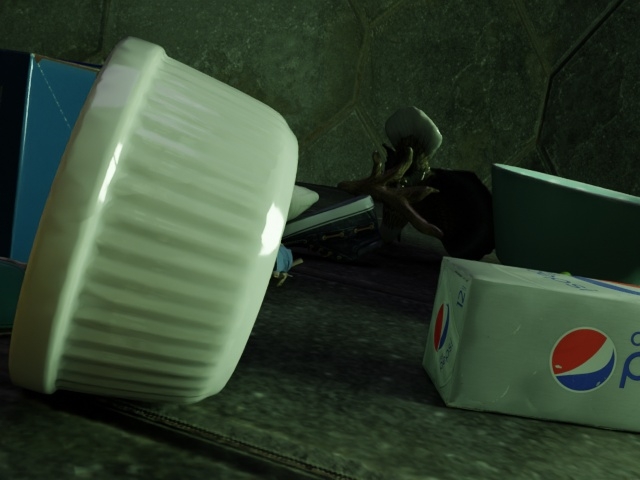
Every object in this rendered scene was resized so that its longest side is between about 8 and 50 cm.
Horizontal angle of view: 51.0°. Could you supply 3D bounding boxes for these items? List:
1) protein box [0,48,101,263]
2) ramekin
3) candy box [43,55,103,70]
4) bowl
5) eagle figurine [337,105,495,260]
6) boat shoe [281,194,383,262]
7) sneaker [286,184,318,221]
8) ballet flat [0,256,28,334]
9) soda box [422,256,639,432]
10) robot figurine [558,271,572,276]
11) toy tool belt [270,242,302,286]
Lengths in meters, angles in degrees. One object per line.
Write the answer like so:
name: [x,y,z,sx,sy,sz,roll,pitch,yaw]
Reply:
protein box: [-0.321,-0.079,0.635,0.201,0.200,0.136,12,8,15]
ramekin: [-0.091,-0.002,0.399,0.108,0.207,0.207,18,6,-13]
candy box: [-0.275,-0.113,0.878,0.317,0.122,0.268,13,-17,26]
bowl: [0.392,-0.001,1.014,0.311,0.163,0.311,12,12,-2]
eagle figurine: [0.159,-0.068,1.120,0.225,0.227,0.298,-27,-17,29]
boat shoe: [0.000,0.000,0.980,0.183,0.083,0.065,-18,9,-1]
sneaker: [-0.099,-0.049,1.009,0.212,0.080,0.094,0,10,36]
ballet flat: [-0.213,0.044,0.490,0.168,0.057,0.052,8,-20,-34]
soda box: [0.231,0.085,0.513,0.286,0.098,0.091,8,8,-4]
robot figurine: [0.266,0.080,0.689,0.101,0.067,0.115,36,3,-12]
toy tool belt: [-0.054,0.026,0.755,0.051,0.052,0.083,3,7,15]
